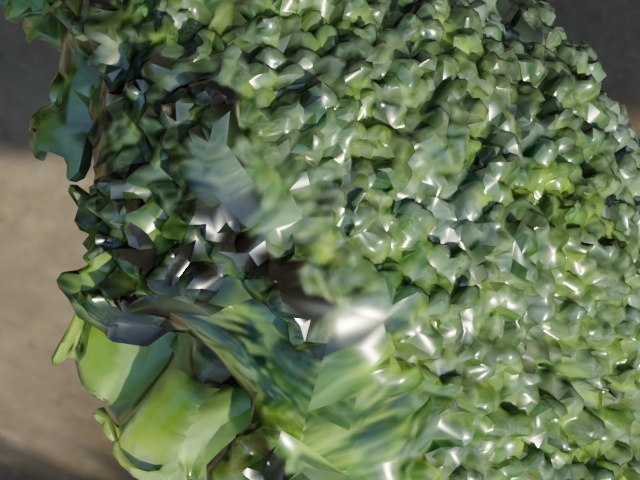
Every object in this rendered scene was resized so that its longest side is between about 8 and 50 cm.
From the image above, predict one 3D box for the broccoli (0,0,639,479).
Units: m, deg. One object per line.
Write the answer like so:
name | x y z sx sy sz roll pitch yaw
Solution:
broccoli | 0.001 -0.003 0.532 0.226 0.198 0.176 13 113 3
